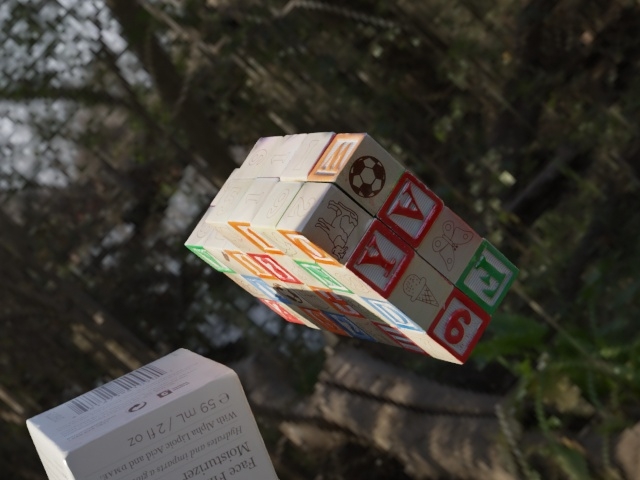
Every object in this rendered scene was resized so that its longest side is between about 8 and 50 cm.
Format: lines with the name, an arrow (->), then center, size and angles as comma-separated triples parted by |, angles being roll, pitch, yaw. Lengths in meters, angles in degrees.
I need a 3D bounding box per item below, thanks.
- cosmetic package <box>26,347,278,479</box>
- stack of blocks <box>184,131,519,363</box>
cosmetic package -> -0.124, 0.206, 1.129 | 0.151, 0.184, 0.151 | -25, 12, -19
stack of blocks -> 0.000, 0.000, 1.128 | 0.087, 0.171, 0.297 | -57, 24, -13
